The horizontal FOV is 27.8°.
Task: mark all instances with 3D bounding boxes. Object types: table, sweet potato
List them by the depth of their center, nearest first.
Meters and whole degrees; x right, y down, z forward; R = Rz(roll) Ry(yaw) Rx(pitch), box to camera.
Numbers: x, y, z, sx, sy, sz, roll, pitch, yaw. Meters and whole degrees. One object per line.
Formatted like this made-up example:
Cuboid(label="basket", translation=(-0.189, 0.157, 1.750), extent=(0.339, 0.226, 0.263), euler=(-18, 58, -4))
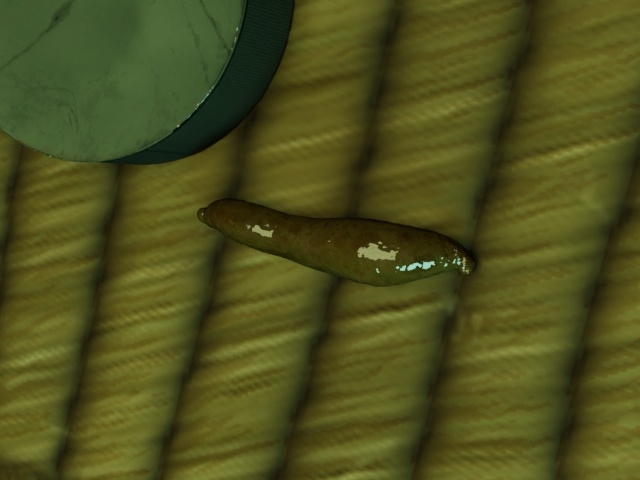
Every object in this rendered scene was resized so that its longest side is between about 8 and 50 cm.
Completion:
Cuboid(label="sweet potato", translation=(0.000, 0.000, 0.475), extent=(0.115, 0.026, 0.026), euler=(12, 96, 22))
Cuboid(label="table", translation=(-0.078, -0.096, 0.499), extent=(0.133, 0.043, 0.133), euler=(0, 91, 24))
